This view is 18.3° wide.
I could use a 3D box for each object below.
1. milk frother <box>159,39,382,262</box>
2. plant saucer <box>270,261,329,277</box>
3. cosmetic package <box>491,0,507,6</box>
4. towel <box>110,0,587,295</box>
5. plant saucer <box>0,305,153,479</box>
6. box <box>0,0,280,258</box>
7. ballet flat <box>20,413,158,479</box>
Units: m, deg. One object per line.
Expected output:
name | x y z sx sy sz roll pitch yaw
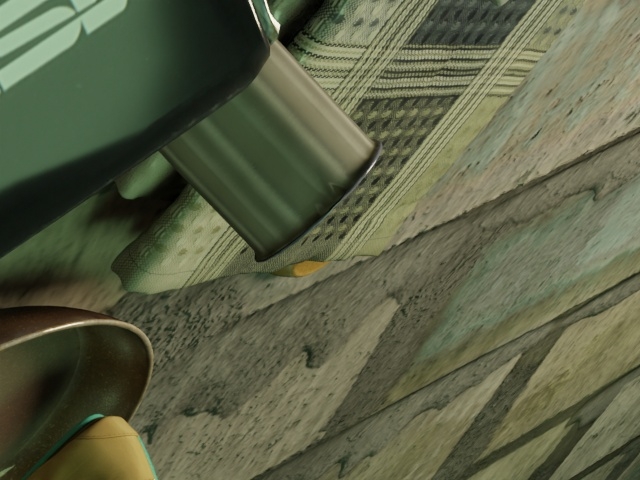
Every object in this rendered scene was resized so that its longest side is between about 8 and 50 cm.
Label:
milk frother | -0.023 -0.090 0.951 0.143 0.135 0.129 -41 -168 10
plant saucer | 0.000 0.000 1.375 0.083 0.015 0.083 -36 161 -15
cosmetic package | 0.057 -0.210 0.860 0.107 0.127 0.238 -40 163 -1
towel | 0.036 -0.104 1.180 0.324 0.056 0.312 -52 160 23
plant saucer | -0.238 0.138 1.180 0.310 0.050 0.310 -36 160 -15
box | -0.253 -0.024 0.395 0.395 0.318 0.097 -37 136 -12
ballet flat | -0.195 0.203 1.220 0.232 0.073 0.080 -42 160 6
